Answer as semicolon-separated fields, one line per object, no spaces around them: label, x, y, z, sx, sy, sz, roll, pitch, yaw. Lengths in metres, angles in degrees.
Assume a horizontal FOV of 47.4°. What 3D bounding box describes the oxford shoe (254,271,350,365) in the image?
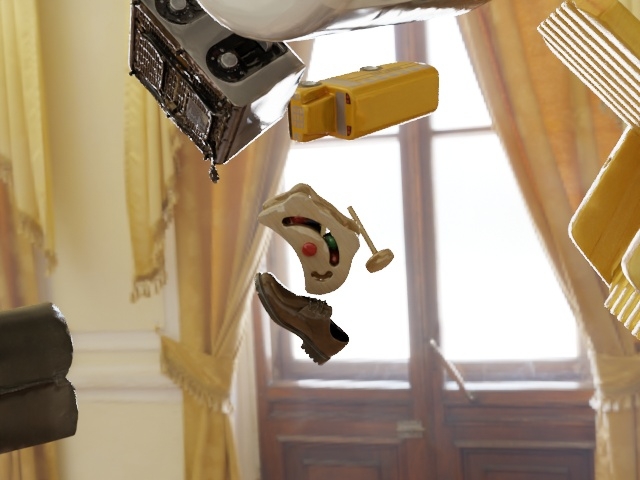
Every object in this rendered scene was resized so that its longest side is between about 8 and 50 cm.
oxford shoe;-0.030;0.125;1.325;0.096;0.227;0.083;-34;29;20

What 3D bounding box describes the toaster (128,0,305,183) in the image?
toaster;-0.118;-0.184;0.783;0.110;0.168;0.186;-39;-4;-23

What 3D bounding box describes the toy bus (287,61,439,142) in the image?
toy bus;0.088;-0.278;1.467;0.332;0.108;0.130;-24;33;-39

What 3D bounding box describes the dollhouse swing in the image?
dollhouse swing;0.352;-0.089;0.912;0.305;0.315;0.347;29;12;3

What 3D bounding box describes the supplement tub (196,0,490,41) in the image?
supplement tub;0.054;-0.282;0.596;0.207;0.207;0.338;-1;17;43

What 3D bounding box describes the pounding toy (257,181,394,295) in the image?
pounding toy;0.000;0.000;1.447;0.269;0.154;0.155;38;19;-12

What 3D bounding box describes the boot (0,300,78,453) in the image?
boot;-0.506;0.116;0.913;0.146;0.367;0.445;6;2;34
